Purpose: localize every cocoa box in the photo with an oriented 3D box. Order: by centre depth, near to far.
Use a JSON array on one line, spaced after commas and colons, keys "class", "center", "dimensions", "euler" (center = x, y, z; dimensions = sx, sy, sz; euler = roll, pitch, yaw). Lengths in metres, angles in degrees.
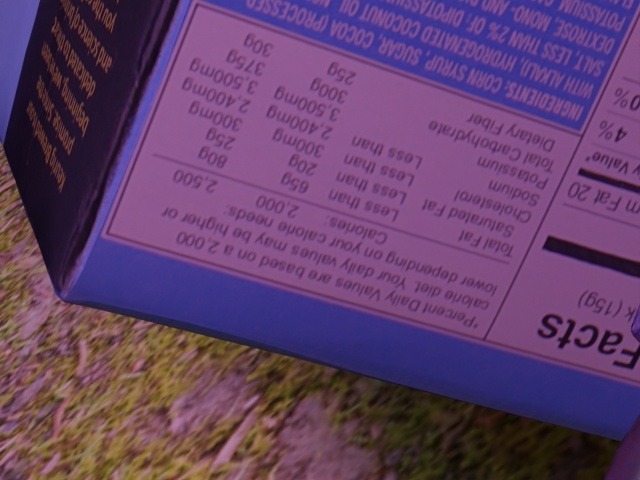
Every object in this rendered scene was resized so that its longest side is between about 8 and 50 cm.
[{"class": "cocoa box", "center": [0.027, -0.119, 0.589], "dimensions": [0.228, 0.231, 0.347], "euler": [-67, 24, 16]}]

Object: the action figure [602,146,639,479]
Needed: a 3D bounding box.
[{"class": "action figure", "center": [0.061, 0.076, 0.351], "dimensions": [0.185, 0.099, 0.285], "euler": [-133, 68, -89]}]
